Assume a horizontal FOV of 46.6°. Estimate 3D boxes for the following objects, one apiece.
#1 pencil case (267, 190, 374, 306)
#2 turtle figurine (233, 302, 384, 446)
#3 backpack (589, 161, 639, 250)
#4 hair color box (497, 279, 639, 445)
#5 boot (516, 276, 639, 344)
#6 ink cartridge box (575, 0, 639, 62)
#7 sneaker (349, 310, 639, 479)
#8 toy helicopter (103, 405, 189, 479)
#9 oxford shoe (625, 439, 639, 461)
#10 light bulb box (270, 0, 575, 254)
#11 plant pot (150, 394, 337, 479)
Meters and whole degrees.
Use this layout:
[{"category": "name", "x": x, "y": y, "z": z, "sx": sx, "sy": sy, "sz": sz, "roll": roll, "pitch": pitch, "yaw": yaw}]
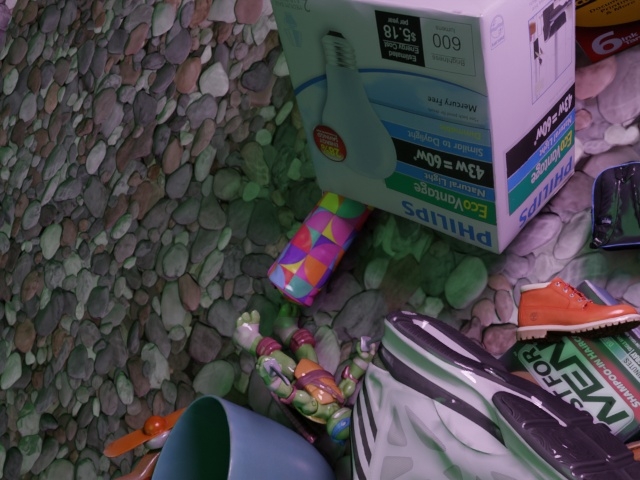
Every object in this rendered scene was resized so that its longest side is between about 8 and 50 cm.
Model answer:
[{"category": "pencil case", "x": 0.000, "y": 0.000, "z": 1.295, "sx": 0.104, "sy": 0.104, "sz": 0.236, "roll": 26, "pitch": 80, "yaw": 38}, {"category": "turtle figurine", "x": -0.016, "y": 0.180, "z": 1.229, "sx": 0.197, "sy": 0.275, "sz": 0.266, "roll": -36, "pitch": 47, "yaw": -17}, {"category": "backpack", "x": 0.428, "y": -0.045, "z": 1.023, "sx": 0.105, "sy": 0.084, "sz": 0.114, "roll": -7, "pitch": 79, "yaw": 35}, {"category": "hair color box", "x": 0.302, "y": 0.254, "z": 1.021, "sx": 0.374, "sy": 0.113, "sz": 0.185, "roll": -48, "pitch": 55, "yaw": 17}, {"category": "boot", "x": 0.323, "y": 0.084, "z": 0.944, "sx": 0.157, "sy": 0.059, "sz": 0.085, "roll": -9, "pitch": 68, "yaw": 35}, {"category": "ink cartridge box", "x": 0.455, "y": -0.400, "z": 0.980, "sx": 0.309, "sy": 0.271, "sz": 0.130, "roll": -21, "pitch": 66, "yaw": 32}, {"category": "sneaker", "x": 0.203, "y": 0.302, "z": 0.934, "sx": 0.447, "sy": 0.169, "sz": 0.258, "roll": 37, "pitch": 109, "yaw": 45}, {"category": "toy helicopter", "x": -0.310, "y": 0.412, "z": 1.277, "sx": 0.140, "sy": 0.355, "sz": 0.235, "roll": 6, "pitch": 95, "yaw": 42}, {"category": "oxford shoe", "x": 0.449, "y": 0.283, "z": 0.875, "sx": 0.212, "sy": 0.076, "sz": 0.076, "roll": 2, "pitch": 121, "yaw": 15}, {"category": "light bulb box", "x": 0.155, "y": -0.225, "z": 1.068, "sx": 0.357, "sy": 0.361, "sz": 0.225, "roll": 23, "pitch": 52, "yaw": 38}, {"category": "plant pot", "x": -0.112, "y": 0.416, "z": 1.172, "sx": 0.293, "sy": 0.235, "sz": 0.293, "roll": -41, "pitch": 37, "yaw": 40}]
